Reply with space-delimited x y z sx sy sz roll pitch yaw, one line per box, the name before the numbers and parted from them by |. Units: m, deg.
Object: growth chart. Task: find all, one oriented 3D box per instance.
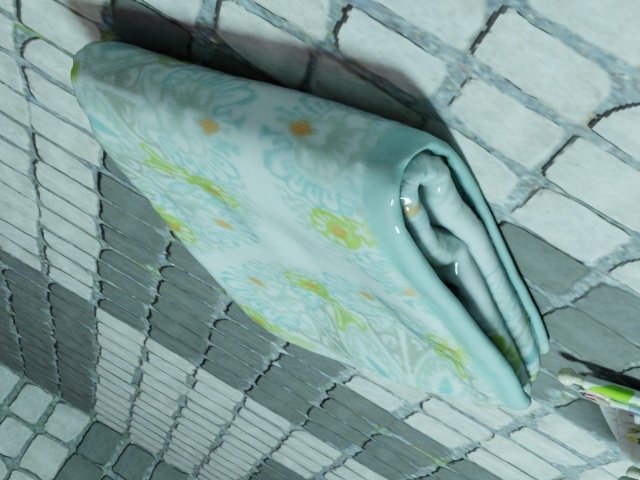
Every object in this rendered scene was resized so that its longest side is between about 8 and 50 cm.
growth chart | 0.318 0.188 1.180 0.172 0.021 0.237 15 156 36

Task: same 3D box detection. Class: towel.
towel | 0.000 0.000 1.080 0.320 0.090 0.374 17 156 33

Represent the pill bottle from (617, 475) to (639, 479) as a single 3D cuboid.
pill bottle | 0.370 0.300 1.122 0.278 0.162 0.162 14 156 21
